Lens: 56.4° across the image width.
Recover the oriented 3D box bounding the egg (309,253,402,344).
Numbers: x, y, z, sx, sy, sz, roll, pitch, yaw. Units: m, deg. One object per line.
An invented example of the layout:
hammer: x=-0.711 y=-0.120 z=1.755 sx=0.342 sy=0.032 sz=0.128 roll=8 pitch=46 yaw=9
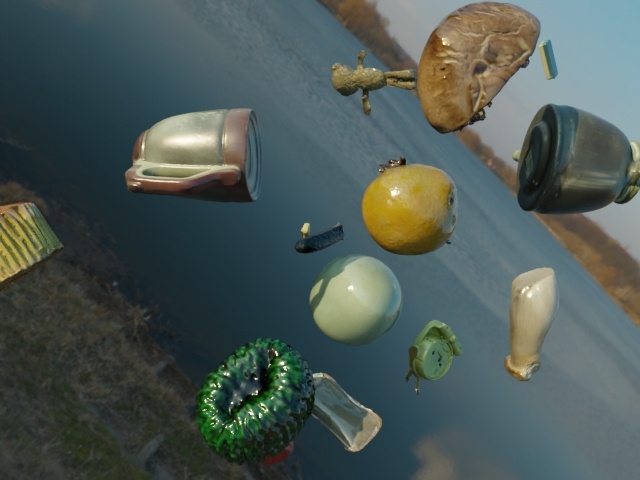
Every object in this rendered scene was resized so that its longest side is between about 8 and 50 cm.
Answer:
egg: x=0.105 y=0.179 z=1.800 sx=0.276 sy=0.276 sz=0.389 roll=46 pitch=-14 yaw=1

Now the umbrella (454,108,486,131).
umbrella: x=0.353 y=-0.296 z=1.473 sx=0.040 sy=0.037 sz=0.144 roll=54 pitch=-20 yaw=-10

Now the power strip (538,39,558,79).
power strip: x=0.741 y=-0.585 z=1.938 sx=0.056 sy=0.032 sz=0.123 roll=-44 pitch=118 yaw=-48

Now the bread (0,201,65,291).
bread: x=-0.691 y=0.028 z=1.244 sx=0.156 sy=0.288 sz=0.204 roll=58 pitch=36 yaw=-7

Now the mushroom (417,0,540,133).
mushroom: x=0.266 y=-0.338 z=1.061 sx=0.151 sy=0.285 sz=0.156 roll=43 pitch=-10 yaw=-19

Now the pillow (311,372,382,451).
pillow: x=0.038 y=0.414 z=1.460 sx=0.233 sy=0.038 sz=0.131 roll=33 pitch=45 yaw=32

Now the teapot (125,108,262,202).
teapot: x=-0.319 y=-0.190 z=1.470 sx=0.315 sy=0.313 sz=0.233 roll=-82 pitch=169 yaw=-61

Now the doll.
doll: x=0.170 y=-0.541 z=1.970 sx=0.202 sy=0.286 sz=0.091 roll=47 pitch=51 yaw=-24

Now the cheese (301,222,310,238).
cheese: x=-0.048 y=-0.027 z=2.021 sx=0.030 sy=0.044 sz=0.083 roll=14 pitch=-24 yaw=12

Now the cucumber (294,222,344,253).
cucumber: x=0.003 y=0.000 z=1.941 sx=0.067 sy=0.067 sz=0.245 roll=49 pitch=37 yaw=11

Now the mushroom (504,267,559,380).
mushroom: x=0.420 y=0.166 z=1.186 sx=0.093 sy=0.225 sz=0.116 roll=0 pitch=1 yaw=-5

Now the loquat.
loquat: x=0.209 y=-0.082 z=1.400 sx=0.244 sy=0.244 sz=0.244 roll=41 pitch=17 yaw=-15

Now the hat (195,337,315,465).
hat: x=-0.139 y=0.399 z=1.382 sx=0.242 sy=0.274 sz=0.332 roll=47 pitch=-22 yaw=34

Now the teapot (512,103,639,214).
teapot: x=0.571 y=-0.152 z=1.347 sx=0.240 sy=0.239 sz=0.321 roll=10 pitch=-17 yaw=0

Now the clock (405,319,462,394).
clock: x=0.360 y=0.391 z=1.963 sx=0.069 sy=0.232 sz=0.170 roll=20 pitch=-27 yaw=52
